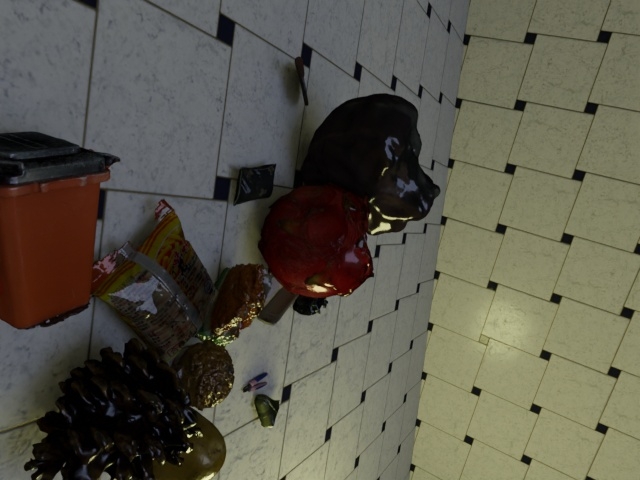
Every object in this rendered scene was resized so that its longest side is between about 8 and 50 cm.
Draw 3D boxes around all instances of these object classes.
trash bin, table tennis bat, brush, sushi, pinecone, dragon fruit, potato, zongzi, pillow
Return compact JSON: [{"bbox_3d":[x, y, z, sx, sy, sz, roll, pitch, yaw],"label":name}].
[{"bbox_3d":[-0.383,-0.020,0.675,0.184,0.161,0.238,-29,133,-56],"label":"trash bin"},{"bbox_3d":[-0.096,-0.396,1.240,0.170,0.119,0.107,76,2,-79],"label":"table tennis bat"},{"bbox_3d":[-0.073,0.137,1.423,0.321,0.060,0.050,-49,151,-45],"label":"brush"},{"bbox_3d":[-0.029,0.187,1.495,0.083,0.085,0.056,-42,134,-48],"label":"sushi"},{"bbox_3d":[-0.329,0.298,0.817,0.257,0.243,0.243,-38,140,-10],"label":"pinecone"},{"bbox_3d":[0.000,0.000,1.257,0.296,0.302,0.295,4,90,-66],"label":"dragon fruit"},{"bbox_3d":[-0.279,0.445,1.038,0.178,0.158,0.203,-62,144,-32],"label":"potato"},{"bbox_3d":[-0.146,0.459,1.416,0.113,0.052,0.104,-58,142,-60],"label":"zongzi"},{"bbox_3d":[-0.153,-0.135,1.178,0.150,0.048,0.090,-24,118,-61],"label":"pillow"}]

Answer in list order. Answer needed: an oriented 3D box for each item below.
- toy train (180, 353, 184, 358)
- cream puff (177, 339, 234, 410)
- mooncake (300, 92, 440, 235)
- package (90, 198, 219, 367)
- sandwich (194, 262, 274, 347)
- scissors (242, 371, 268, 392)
[{"bbox_3d":[-0.270,0.284,1.117,0.148,0.038,0.070,16,84,-62],"label":"toy train"},{"bbox_3d":[-0.235,0.285,1.033,0.126,0.103,0.143,-30,129,-52],"label":"cream puff"},{"bbox_3d":[0.132,-0.186,1.366,0.381,0.351,0.212,49,47,-30],"label":"mooncake"},{"bbox_3d":[-0.288,0.095,0.939,0.223,0.108,0.288,-62,147,-37],"label":"package"},{"bbox_3d":[-0.182,0.148,1.109,0.109,0.160,0.184,48,46,-35],"label":"sandwich"},{"bbox_3d":[-0.179,0.395,1.359,0.113,0.012,0.039,-7,106,-62],"label":"scissors"}]
